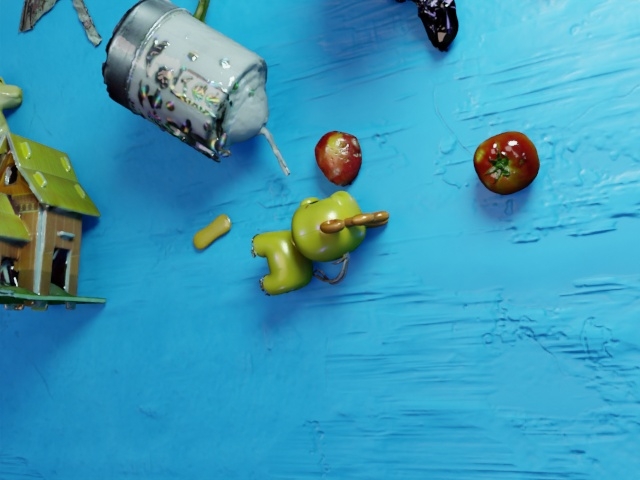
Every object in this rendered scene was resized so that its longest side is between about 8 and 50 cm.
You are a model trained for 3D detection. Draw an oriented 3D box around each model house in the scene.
[{"bbox_3d":[-0.614,-0.033,1.153,0.340,0.300,0.323,-3,80,21],"label":"model house"}]

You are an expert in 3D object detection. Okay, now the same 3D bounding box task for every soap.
[{"bbox_3d":[-0.191,-0.015,1.089,0.089,0.012,0.034,-33,77,24],"label":"soap"}]

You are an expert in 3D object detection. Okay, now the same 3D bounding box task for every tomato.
[{"bbox_3d":[0.252,-0.105,0.832,0.087,0.075,0.087,9,111,25],"label":"tomato"}]

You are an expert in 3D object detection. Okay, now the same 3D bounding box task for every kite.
[{"bbox_3d":[-0.502,-0.515,1.228,0.335,0.011,0.314,-28,80,26],"label":"kite"}]

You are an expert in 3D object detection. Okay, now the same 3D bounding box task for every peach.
[{"bbox_3d":[0.023,-0.127,0.960,0.077,0.050,0.083,15,102,26],"label":"peach"}]

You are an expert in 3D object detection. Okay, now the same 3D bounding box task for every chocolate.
[{"bbox_3d":[0.144,-0.342,0.889,0.147,0.072,0.070,42,68,11],"label":"chocolate"}]

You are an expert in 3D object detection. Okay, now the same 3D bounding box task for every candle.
[{"bbox_3d":[-0.170,-0.227,0.971,0.330,0.187,0.187,32,106,4],"label":"candle"}]

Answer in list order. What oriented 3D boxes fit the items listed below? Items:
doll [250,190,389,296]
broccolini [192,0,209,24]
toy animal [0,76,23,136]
[{"bbox_3d":[0.000,0.000,0.931,0.221,0.143,0.135,-23,80,33],"label":"doll"},{"bbox_3d":[-0.251,-0.394,1.078,0.123,0.062,0.271,26,109,8],"label":"broccolini"},{"bbox_3d":[-0.686,-0.227,1.277,0.168,0.121,0.233,44,120,36],"label":"toy animal"}]
